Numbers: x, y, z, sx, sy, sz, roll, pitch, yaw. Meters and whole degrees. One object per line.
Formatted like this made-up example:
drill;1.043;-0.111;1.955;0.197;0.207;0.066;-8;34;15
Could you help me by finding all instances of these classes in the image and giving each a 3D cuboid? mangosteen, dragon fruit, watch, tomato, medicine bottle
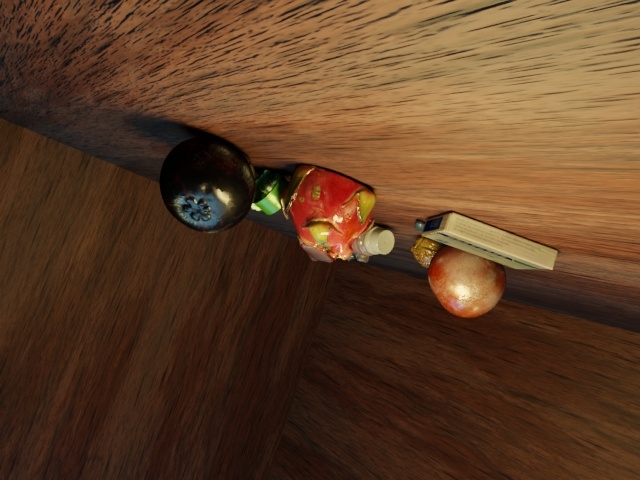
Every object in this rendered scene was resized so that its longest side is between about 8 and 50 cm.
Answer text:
mangosteen;-0.339;-0.183;1.366;0.300;0.301;0.300;19;175;2
dragon fruit;0.016;-0.076;1.368;0.305;0.226;0.305;20;177;1
watch;-0.171;-0.146;1.491;0.131;0.165;0.152;43;-170;-32
tomato;0.512;0.124;1.539;0.270;0.270;0.227;20;139;-16
medicine bottle;0.189;-0.008;1.873;0.147;0.147;0.247;23;174;-38

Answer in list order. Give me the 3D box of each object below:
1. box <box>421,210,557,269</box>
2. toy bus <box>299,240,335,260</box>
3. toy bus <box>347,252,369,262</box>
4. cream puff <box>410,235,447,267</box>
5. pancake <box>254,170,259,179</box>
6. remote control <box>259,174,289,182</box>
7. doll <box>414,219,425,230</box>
box;0.503;0.006;1.350;0.343;0.065;0.200;19;175;-6
toy bus;0.000;0.000;1.915;0.127;0.147;0.303;1;163;15
toy bus;0.096;0.007;2.174;0.316;0.138;0.112;13;-145;-6
cream puff;0.441;0.053;1.763;0.165;0.115;0.150;18;171;15
pancake;-0.244;-0.218;1.598;0.139;0.022;0.139;36;157;19
remote control;-0.093;-0.168;1.728;0.145;0.050;0.344;13;172;44
doll;0.347;-0.050;1.546;0.037;0.027;0.125;18;178;12
